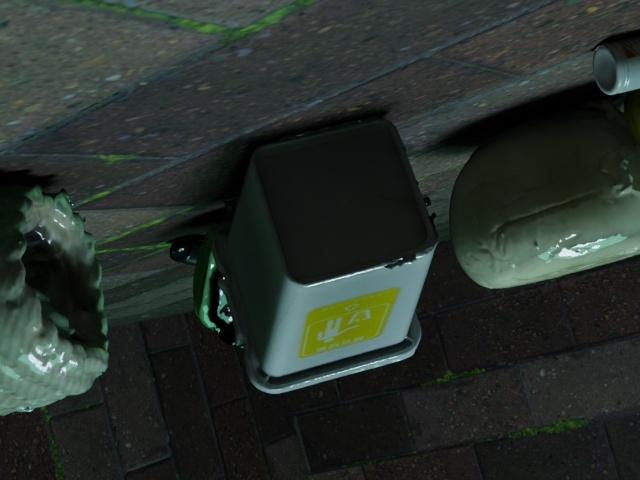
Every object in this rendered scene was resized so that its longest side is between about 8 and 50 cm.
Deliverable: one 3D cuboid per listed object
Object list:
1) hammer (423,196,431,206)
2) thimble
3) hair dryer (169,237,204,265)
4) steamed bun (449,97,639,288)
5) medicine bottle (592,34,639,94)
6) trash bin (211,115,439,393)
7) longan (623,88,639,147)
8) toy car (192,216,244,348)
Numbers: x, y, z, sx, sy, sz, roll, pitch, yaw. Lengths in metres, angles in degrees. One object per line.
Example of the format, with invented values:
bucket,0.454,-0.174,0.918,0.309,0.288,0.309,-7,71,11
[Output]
hammer,0.133,-0.056,2.028,0.201,0.021,0.078,-16,175,12
thimble,-0.302,0.057,0.935,0.150,0.219,0.219,-17,174,12
hair dryer,-0.129,0.020,1.734,0.244,0.116,0.302,-21,166,25
steamed bun,0.333,-0.067,1.387,0.311,0.233,0.334,-15,171,13
medicine bottle,0.346,-0.194,1.051,0.089,0.057,0.057,-14,174,-11
trash bin,0.000,0.000,1.217,0.255,0.296,0.368,-13,160,-11
longan,0.454,-0.177,1.188,0.145,0.176,0.155,26,-163,1
toy car,-0.045,0.034,1.583,0.358,0.213,0.176,-6,-146,-30
